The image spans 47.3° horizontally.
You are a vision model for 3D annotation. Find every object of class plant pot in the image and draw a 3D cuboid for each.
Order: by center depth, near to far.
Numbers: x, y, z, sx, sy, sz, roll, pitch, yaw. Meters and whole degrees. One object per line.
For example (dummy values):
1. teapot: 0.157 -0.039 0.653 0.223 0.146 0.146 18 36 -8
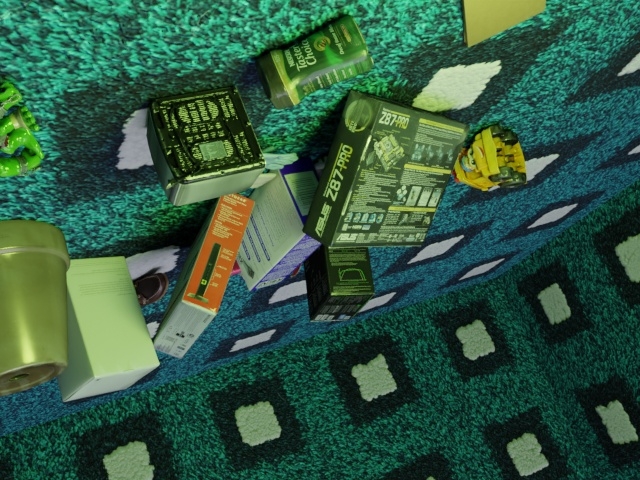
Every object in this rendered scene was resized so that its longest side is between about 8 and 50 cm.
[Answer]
1. plant pot: -0.642 0.153 1.477 0.323 0.280 0.323 -22 163 -7

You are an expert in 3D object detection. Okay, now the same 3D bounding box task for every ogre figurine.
1. ogre figurine: -0.485 -0.144 1.089 0.118 0.096 0.197 -35 -175 -23

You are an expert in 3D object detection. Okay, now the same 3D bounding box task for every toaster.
1. toaster: -0.207 -0.160 1.253 0.186 0.168 0.110 -16 163 -24

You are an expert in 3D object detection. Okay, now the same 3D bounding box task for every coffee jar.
1. coffee jar: -0.012 -0.293 1.215 0.184 0.096 0.079 -25 161 5

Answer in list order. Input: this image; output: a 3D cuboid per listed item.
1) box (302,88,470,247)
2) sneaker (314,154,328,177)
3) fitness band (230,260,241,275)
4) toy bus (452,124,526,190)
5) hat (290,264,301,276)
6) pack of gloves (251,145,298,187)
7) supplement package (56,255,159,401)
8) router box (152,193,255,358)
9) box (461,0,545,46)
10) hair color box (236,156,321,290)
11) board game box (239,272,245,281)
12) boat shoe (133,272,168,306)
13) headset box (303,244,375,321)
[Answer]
1. box: 0.156 -0.142 1.616 0.395 0.097 0.318 -1 117 -52
2. sneaker: 0.045 -0.114 1.786 0.086 0.132 0.229 -25 163 7
3. fitness band: -0.203 0.034 2.067 0.291 0.054 0.209 -21 164 -2
4. toy bus: 0.440 -0.212 2.018 0.211 0.149 0.220 -14 168 32
5. hat: 0.000 0.000 1.919 0.173 0.183 0.208 -6 180 -4
6. pack of gloves: -0.177 -0.163 1.541 0.232 0.046 0.195 -3 166 -41
7. supplement package: -0.542 0.209 1.752 0.178 0.292 0.175 -3 154 -48
8. router box: -0.280 0.085 1.722 0.082 0.301 0.335 23 148 -12
9. box: 0.337 -0.441 1.335 0.164 0.021 0.201 -25 164 7
10. hair color box: -0.100 -0.032 1.760 0.110 0.185 0.339 -12 161 -36
11. board game box: -0.157 0.060 2.238 0.201 0.035 0.136 -21 163 -3
12. boat shoe: -0.502 0.150 2.008 0.207 0.073 0.073 -34 162 33
13. headset box: 0.042 0.062 2.101 0.131 0.283 0.246 -1 156 -16
